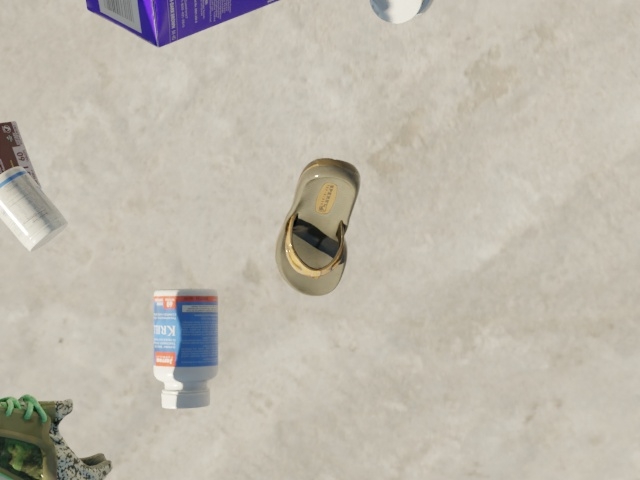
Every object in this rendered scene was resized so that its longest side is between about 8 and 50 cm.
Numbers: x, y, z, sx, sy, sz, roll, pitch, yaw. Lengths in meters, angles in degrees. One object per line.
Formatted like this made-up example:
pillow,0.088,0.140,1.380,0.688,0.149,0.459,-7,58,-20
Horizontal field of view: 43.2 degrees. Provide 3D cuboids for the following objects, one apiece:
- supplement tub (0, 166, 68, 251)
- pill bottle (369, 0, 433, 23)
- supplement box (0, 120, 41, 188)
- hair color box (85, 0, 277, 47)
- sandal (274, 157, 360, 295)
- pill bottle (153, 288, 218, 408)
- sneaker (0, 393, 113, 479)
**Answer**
supplement tub,-0.421,-0.045,1.153,0.071,0.071,0.107,-36,96,29
pill bottle,0.133,-0.404,1.251,0.108,0.193,0.108,8,124,12
supplement box,-0.585,-0.114,1.316,0.073,0.239,0.130,-18,95,30
hair color box,-0.194,-0.438,1.316,0.185,0.339,0.110,32,139,30
sandal,0.000,0.000,0.914,0.090,0.060,0.219,7,140,-11
pill bottle,-0.256,0.203,1.538,0.124,0.124,0.222,-2,84,8
sneaker,-0.479,0.290,1.250,0.158,0.182,0.410,12,143,51
